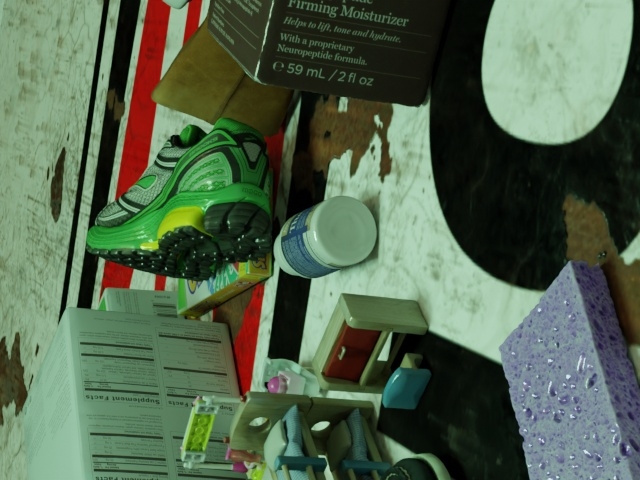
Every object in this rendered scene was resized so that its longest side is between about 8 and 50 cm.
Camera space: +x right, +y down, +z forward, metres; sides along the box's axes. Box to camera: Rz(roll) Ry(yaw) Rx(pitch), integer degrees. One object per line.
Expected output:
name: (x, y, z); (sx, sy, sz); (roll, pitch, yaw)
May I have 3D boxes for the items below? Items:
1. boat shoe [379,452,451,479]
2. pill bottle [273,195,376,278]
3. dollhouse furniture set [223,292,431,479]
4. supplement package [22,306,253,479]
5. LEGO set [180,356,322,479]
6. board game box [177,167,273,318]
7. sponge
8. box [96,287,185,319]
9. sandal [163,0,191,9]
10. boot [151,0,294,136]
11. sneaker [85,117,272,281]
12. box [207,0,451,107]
boat shoe: (0.032, 0.340, 1.307); (0.127, 0.113, 0.340); (-150, 69, -65)
pill bottle: (0.000, 0.000, 1.532); (0.120, 0.067, 0.067); (156, 118, -64)
dollhouse furniture set: (0.012, 0.156, 1.382); (0.129, 0.129, 0.184); (-112, 36, -49)
supplement package: (-0.206, 0.244, 1.780); (0.199, 0.198, 0.263); (120, 148, -42)
LEGO set: (-0.081, 0.255, 1.601); (0.132, 0.107, 0.287); (-166, 83, -67)
board game box: (-0.116, 0.008, 1.849); (0.259, 0.039, 0.124); (147, 127, -64)
sponge: (0.182, 0.132, 1.117); (0.117, 0.031, 0.210); (124, 145, -47)
box: (-0.225, 0.124, 1.982); (0.087, 0.102, 0.101); (118, 148, -44)
sandal: (-0.022, -0.371, 1.633); (0.416, 0.102, 0.169); (-41, 14, 43)
boot: (-0.114, -0.242, 1.629); (0.280, 0.264, 0.096); (127, 151, -47)
sneaker: (-0.146, -0.041, 1.759); (0.343, 0.134, 0.146); (-16, 62, 55)
box: (0.015, -0.248, 1.434); (0.167, 0.168, 0.203); (-128, 48, -60)
